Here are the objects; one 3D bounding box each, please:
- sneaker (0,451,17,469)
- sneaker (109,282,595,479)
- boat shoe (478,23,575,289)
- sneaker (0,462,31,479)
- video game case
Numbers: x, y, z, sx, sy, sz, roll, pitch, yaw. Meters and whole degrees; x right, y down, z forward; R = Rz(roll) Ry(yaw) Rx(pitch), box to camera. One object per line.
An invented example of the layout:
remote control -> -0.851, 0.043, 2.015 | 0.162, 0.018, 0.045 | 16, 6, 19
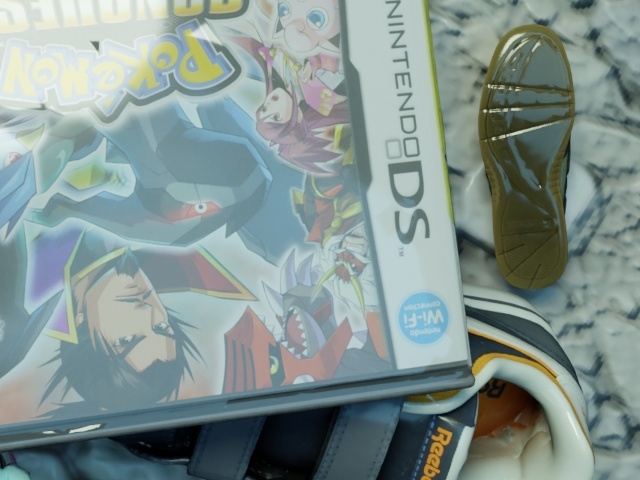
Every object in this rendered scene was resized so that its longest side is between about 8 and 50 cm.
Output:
sneaker -> -0.211, 0.084, 0.734 | 0.072, 0.077, 0.178 | -40, 109, -6
sneaker -> 0.002, 0.079, 0.752 | 0.321, 0.127, 0.126 | 4, 121, -21
boat shoe -> 0.117, -0.050, 0.823 | 0.056, 0.049, 0.152 | 0, 105, 2
sneaker -> -0.265, 0.185, 0.670 | 0.283, 0.122, 0.110 | -19, 128, 15
video game case -> -0.076, -0.037, 0.668 | 0.275, 0.035, 0.248 | -7, 89, -10
